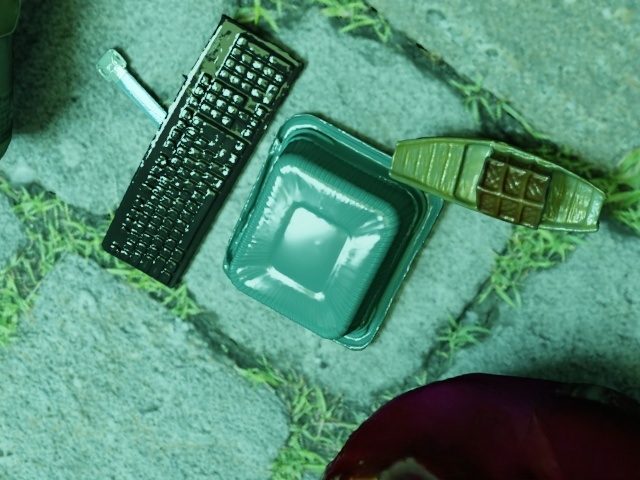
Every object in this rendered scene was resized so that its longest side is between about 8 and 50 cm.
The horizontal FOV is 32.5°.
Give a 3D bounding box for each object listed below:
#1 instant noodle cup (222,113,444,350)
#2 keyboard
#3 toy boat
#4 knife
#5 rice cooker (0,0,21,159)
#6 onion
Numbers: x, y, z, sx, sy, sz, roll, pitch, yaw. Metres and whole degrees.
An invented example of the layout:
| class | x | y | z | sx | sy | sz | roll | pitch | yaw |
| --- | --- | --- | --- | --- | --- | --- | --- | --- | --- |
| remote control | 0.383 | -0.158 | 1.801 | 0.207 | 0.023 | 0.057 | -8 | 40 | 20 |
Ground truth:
| class | x | y | z | sx | sy | sz | roll | pitch | yaw |
| --- | --- | --- | --- | --- | --- | --- | --- | --- | --- |
| instant noodle cup | 0.000 | 0.000 | 0.933 | 0.157 | 0.070 | 0.179 | 29 | 114 | 8 |
| keyboard | -0.111 | -0.073 | 0.964 | 0.087 | 0.017 | 0.250 | 31 | 113 | -5 |
| toy boat | 0.142 | -0.046 | 0.877 | 0.172 | 0.066 | 0.065 | 17 | 114 | 10 |
| knife | -0.159 | -0.128 | 0.969 | 0.027 | 0.010 | 0.096 | -41 | 95 | 23 |
| rice cooker | -0.379 | -0.184 | 0.872 | 0.288 | 0.288 | 0.277 | 12 | 110 | 12 |
| onion | 0.128 | 0.316 | 0.895 | 0.398 | 0.398 | 0.420 | 44 | 156 | -1 |
